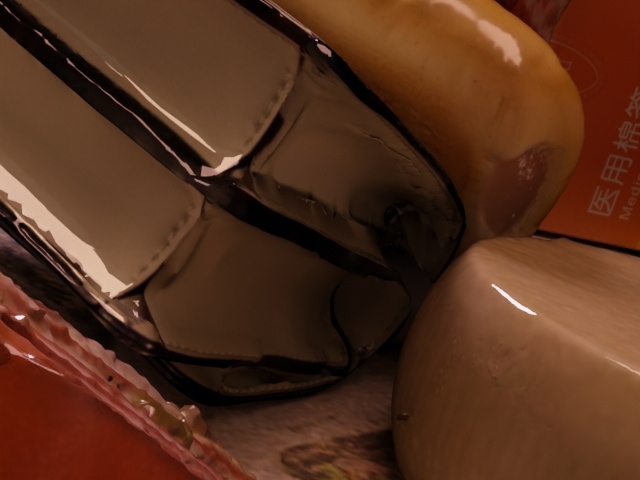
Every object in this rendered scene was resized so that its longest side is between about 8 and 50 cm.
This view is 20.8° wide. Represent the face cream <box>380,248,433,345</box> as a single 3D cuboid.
[{"bbox_3d":[0.000,0.000,0.958,0.291,0.071,0.144,19,15,0],"label":"face cream"}]

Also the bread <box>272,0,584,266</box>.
[{"bbox_3d":[0.003,-0.110,0.907,0.305,0.142,0.091,38,42,24],"label":"bread"}]

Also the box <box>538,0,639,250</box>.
[{"bbox_3d":[0.264,-0.112,1.401,0.341,0.225,0.143,11,17,-27],"label":"box"}]

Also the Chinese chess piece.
[{"bbox_3d":[0.161,0.088,0.762,0.273,0.102,0.273,18,13,-4],"label":"Chinese chess piece"}]

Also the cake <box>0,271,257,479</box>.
[{"bbox_3d":[-0.069,0.095,0.511,0.098,0.135,0.287,24,-5,41],"label":"cake"}]

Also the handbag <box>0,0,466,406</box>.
[{"bbox_3d":[-0.120,-0.087,0.812,0.358,0.160,0.237,40,6,22],"label":"handbag"}]

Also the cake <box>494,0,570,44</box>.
[{"bbox_3d":[0.011,-0.195,1.134,0.270,0.319,0.269,30,-5,23],"label":"cake"}]
